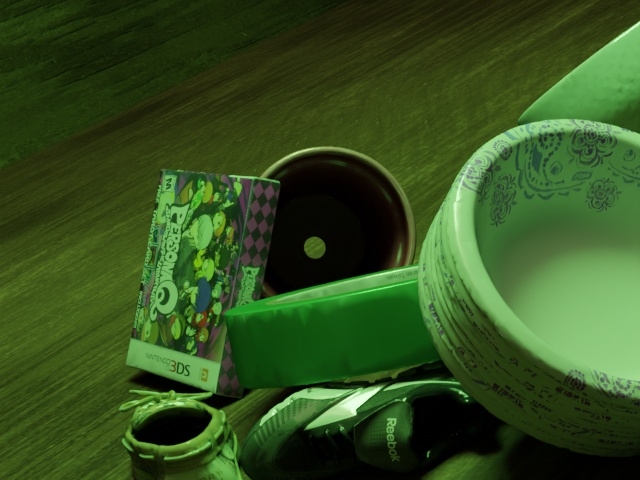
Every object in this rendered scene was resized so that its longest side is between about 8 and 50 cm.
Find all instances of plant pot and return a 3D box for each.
[{"bbox_3d":[0.000,0.000,1.887,0.201,0.201,0.180,-18,0,-6],"label":"plant pot"}]

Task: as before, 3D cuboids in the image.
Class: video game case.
[{"bbox_3d":[-0.131,0.041,1.801,0.042,0.232,0.210,11,-1,-34],"label":"video game case"}]

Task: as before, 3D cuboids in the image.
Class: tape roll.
[{"bbox_3d":[0.070,0.072,1.599,0.321,0.077,0.321,-13,2,0],"label":"tape roll"}]

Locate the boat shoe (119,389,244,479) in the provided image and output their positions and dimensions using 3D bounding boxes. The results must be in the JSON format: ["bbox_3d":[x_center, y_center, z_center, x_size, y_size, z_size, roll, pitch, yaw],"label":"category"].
[{"bbox_3d":[-0.126,0.183,1.531,0.104,0.089,0.285,-21,15,-13],"label":"boat shoe"}]

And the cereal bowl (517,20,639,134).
[{"bbox_3d":[0.421,-0.188,2.070,0.339,0.141,0.339,-33,-5,-3],"label":"cereal bowl"}]

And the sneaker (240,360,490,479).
[{"bbox_3d":[0.044,0.164,1.443,0.234,0.078,0.106,-16,13,-4],"label":"sneaker"}]

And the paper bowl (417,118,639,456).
[{"bbox_3d":[0.219,0.050,1.377,0.284,0.284,0.148,-27,-24,-34],"label":"paper bowl"}]
